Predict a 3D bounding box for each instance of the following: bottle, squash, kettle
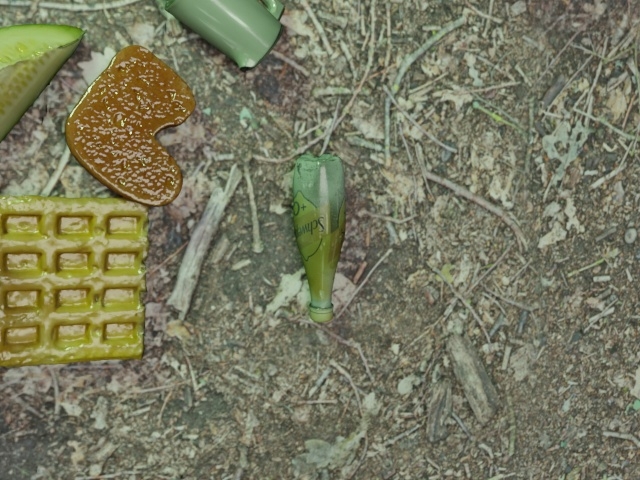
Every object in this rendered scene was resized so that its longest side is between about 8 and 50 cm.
[{"bbox_3d":[0.000,0.000,1.211,0.083,0.083,0.269,-7,105,-20],"label":"bottle"},{"bbox_3d":[-0.440,-0.228,0.973,0.252,0.093,0.169,-52,158,-4],"label":"squash"},{"bbox_3d":[-0.133,-0.328,1.095,0.148,0.126,0.098,35,119,-27],"label":"kettle"}]

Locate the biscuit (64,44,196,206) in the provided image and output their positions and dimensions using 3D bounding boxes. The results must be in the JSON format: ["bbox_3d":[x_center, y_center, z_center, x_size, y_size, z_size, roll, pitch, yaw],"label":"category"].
[{"bbox_3d":[-0.251,-0.156,1.082,0.186,0.036,0.192,36,79,-11],"label":"biscuit"}]

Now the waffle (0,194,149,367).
[{"bbox_3d":[-0.361,0.056,1.093,0.221,0.055,0.247,1,101,-22],"label":"waffle"}]
